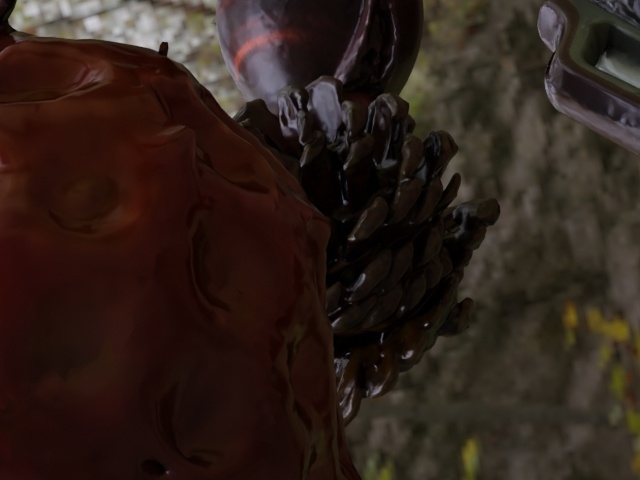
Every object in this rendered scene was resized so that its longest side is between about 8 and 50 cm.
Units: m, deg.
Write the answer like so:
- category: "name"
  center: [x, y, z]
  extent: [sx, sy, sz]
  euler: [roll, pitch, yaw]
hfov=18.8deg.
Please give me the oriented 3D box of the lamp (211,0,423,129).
- category: "lamp"
  center: [-0.013, -0.134, 1.407]
  extent: [0.151, 0.215, 0.223]
  euler: [23, -116, -16]

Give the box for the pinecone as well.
- category: "pinecone"
  center: [0.003, 0.002, 1.041]
  extent: [0.179, 0.150, 0.195]
  euler: [-59, -34, -20]

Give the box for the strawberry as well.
- category: "strawberry"
  center: [-0.070, 0.127, 0.388]
  extent: [0.253, 0.280, 0.150]
  euler: [44, -168, -23]

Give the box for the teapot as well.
- category: "teapot"
  center: [0.319, -0.136, 1.445]
  extent: [0.312, 0.315, 0.233]
  euler: [46, 144, 51]
